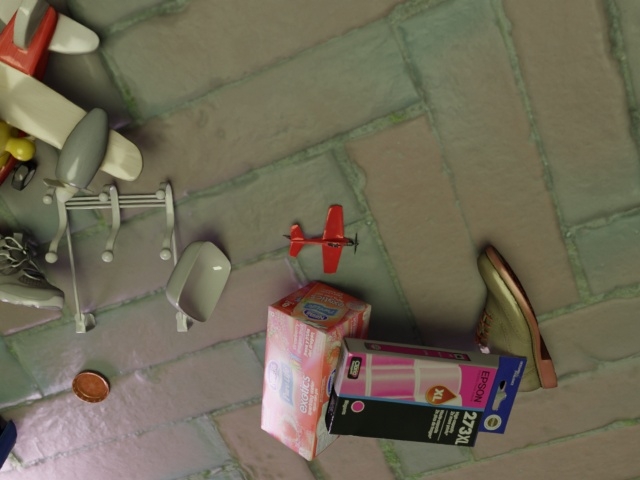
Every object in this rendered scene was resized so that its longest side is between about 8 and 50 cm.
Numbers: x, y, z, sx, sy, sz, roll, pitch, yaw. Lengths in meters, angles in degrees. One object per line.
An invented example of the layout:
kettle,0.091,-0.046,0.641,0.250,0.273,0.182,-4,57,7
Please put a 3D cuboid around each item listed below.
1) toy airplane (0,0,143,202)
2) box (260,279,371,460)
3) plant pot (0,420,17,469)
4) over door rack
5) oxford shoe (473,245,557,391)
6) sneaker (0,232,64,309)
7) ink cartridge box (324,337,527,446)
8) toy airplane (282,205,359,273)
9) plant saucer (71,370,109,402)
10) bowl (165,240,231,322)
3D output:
toy airplane,-0.524,-0.222,0.994,0.386,0.272,0.385,-13,115,5
box,-0.014,0.254,1.226,0.142,0.154,0.300,22,120,32
plant pot,-0.827,0.491,1.359,0.212,0.236,0.236,37,110,-19
over door rack,-0.389,0.051,1.204,0.239,0.108,0.324,-1,114,4
oxford shoe,0.358,0.173,1.215,0.130,0.123,0.348,-21,112,14
sneaker,-0.586,0.041,1.163,0.281,0.105,0.115,26,86,18
ink cartridge box,0.205,0.289,1.156,0.370,0.069,0.176,7,108,-12
toy airplane,0.000,0.000,1.204,0.151,0.028,0.151,1,116,2
plant saucer,-0.512,0.326,1.384,0.083,0.013,0.084,1,115,2
bowl,-0.238,0.077,1.183,0.053,0.142,0.142,13,160,21
